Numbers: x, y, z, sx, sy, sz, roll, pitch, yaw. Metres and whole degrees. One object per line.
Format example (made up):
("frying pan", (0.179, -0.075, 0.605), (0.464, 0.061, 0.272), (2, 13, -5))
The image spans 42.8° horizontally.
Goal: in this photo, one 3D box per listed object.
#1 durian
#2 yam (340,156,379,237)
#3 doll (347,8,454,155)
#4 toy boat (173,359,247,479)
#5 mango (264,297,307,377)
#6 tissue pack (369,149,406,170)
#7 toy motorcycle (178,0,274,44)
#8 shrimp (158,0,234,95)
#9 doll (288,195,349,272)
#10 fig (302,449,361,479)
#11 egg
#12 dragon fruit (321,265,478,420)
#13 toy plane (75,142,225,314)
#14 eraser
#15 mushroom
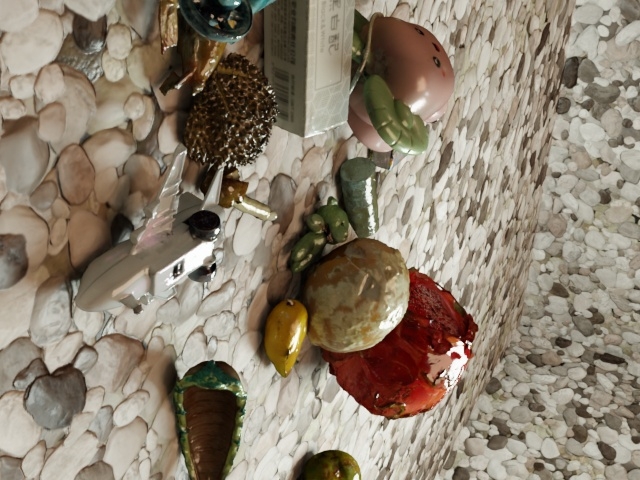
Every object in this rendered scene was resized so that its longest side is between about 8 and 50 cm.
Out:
("durian", (-0.102, -0.154, 1.077), (0.148, 0.091, 0.188), (-60, 168, -16))
("yam", (0.075, -0.080, 1.554), (0.068, 0.068, 0.169), (-54, 152, -34))
("doll", (0.093, -0.246, 1.305), (0.216, 0.284, 0.268), (-34, 164, 27))
("toy boat", (-0.170, 0.290, 1.253), (0.099, 0.109, 0.292), (-93, -172, -53))
("mango", (-0.061, 0.172, 1.447), (0.187, 0.066, 0.101), (91, 21, -44))
("tissue pack", (0.155, -0.218, 1.632), (0.148, 0.060, 0.108), (-42, 141, -50))
("toy motorcycle", (-0.099, -0.331, 0.874), (0.206, 0.154, 0.260), (52, 46, -10))
("shrimp", (-0.155, -0.260, 0.963), (0.132, 0.052, 0.187), (13, 87, -54))
("doll", (0.000, 0.000, 1.449), (0.150, 0.078, 0.115), (-46, 149, -28))
("fig", (0.004, 0.529, 1.825), (0.126, 0.185, 0.133), (53, 54, -15))
("egg", (0.060, 0.102, 1.495), (0.233, 0.195, 0.195), (-47, 165, 23))
("dragon fruit", (0.161, 0.213, 1.674), (0.301, 0.295, 0.296), (-46, 156, 5))
("toy plane", (-0.193, 0.014, 1.000), (0.255, 0.101, 0.251), (-46, 157, -44))
("eraser", (-0.016, -0.347, 1.109), (0.096, 0.098, 0.403), (-25, 132, -37))
("mushroom", (-0.112, -0.064, 1.176), (0.061, 0.060, 0.187), (-69, 159, -3))
